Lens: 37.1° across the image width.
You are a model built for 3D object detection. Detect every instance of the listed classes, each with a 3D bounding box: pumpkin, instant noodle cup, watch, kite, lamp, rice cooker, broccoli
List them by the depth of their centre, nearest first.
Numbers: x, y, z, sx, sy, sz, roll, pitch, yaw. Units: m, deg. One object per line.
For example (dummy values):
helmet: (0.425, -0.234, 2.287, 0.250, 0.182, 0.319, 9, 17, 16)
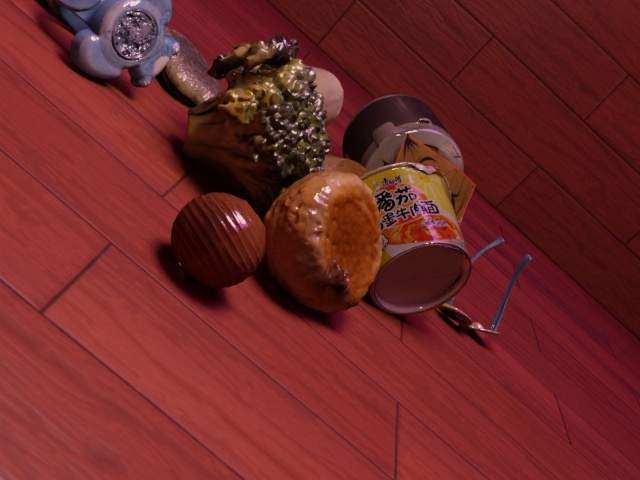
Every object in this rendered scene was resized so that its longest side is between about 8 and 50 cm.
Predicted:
lamp: (-0.142, 0.000, 1.322, 0.136, 0.136, 0.136, 39, 16, -14)
broccoli: (-0.088, -0.199, 1.676, 0.272, 0.324, 0.334, 16, 53, -21)
watch: (-0.376, -0.385, 1.709, 0.193, 0.211, 0.211, 33, 6, 40)
instant noodle cup: (0.164, 0.009, 1.862, 0.264, 0.264, 0.200, 29, 31, -40)
pumpkin: (0.050, -0.113, 2.050, 0.217, 0.110, 0.217, 42, 35, -40)
kite: (0.244, -0.098, 2.272, 0.013, 0.377, 0.327, 5, -63, 52)
rice cooker: (0.208, -0.203, 2.430, 0.288, 0.288, 0.277, 33, 20, -32)

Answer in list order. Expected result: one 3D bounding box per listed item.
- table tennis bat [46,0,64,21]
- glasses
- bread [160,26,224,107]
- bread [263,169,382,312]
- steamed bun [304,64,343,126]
table tennis bat: (-0.475, -0.497, 1.771, 0.321, 0.198, 0.050, 3, 6, -40)
glasses: (0.382, 0.113, 2.125, 0.189, 0.220, 0.088, 30, 12, -39)
bread: (-0.289, -0.365, 1.997, 0.207, 0.056, 0.286, 27, 26, -57)
bread: (0.000, 0.000, 1.553, 0.134, 0.244, 0.244, 9, -4, 31)
steamed bun: (-0.071, -0.298, 2.054, 0.225, 0.200, 0.170, -16, 71, -57)
